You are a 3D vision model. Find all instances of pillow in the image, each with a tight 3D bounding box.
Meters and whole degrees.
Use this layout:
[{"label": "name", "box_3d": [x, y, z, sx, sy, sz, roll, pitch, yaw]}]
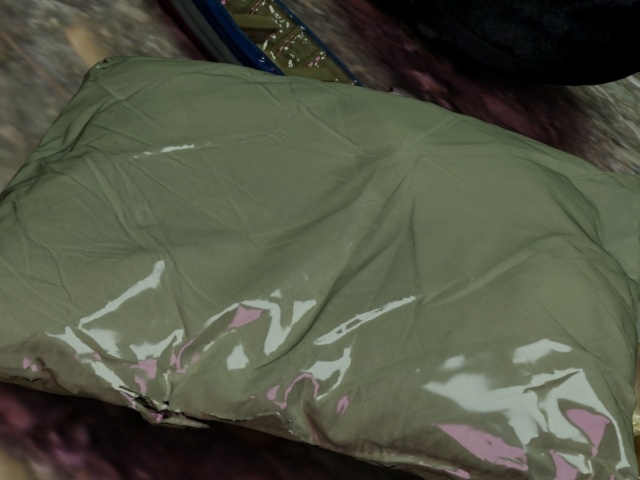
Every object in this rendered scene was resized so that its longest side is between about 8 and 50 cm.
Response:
[{"label": "pillow", "box_3d": [0.002, 0.000, 0.635, 0.280, 0.076, 0.274, 13, 29, 5]}]

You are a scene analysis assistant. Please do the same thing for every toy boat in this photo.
[{"label": "toy boat", "box_3d": [-0.035, -0.112, 0.877, 0.229, 0.046, 0.080, 46, 31, 24]}]

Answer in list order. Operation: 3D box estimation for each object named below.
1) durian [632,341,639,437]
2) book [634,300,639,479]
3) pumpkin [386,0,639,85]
[{"label": "durian", "box_3d": [0.115, 0.056, 0.713, 0.130, 0.052, 0.066, 10, 41, -28]}, {"label": "book", "box_3d": [0.140, 0.037, 0.845, 0.208, 0.020, 0.295, 25, 29, -14]}, {"label": "pumpkin", "box_3d": [0.177, -0.285, 1.039, 0.266, 0.363, 0.363, 16, 32, -17]}]
